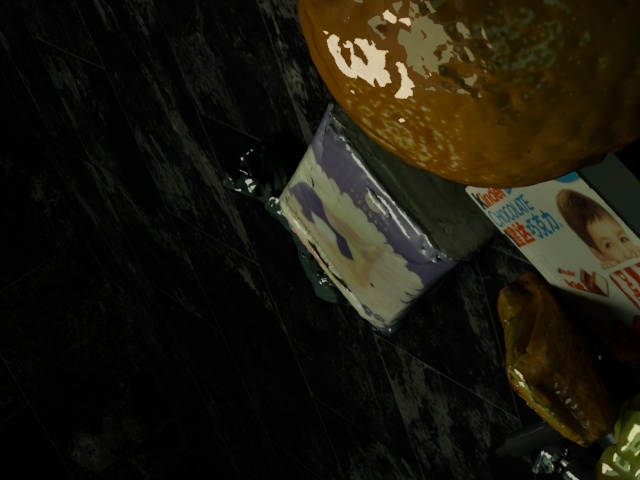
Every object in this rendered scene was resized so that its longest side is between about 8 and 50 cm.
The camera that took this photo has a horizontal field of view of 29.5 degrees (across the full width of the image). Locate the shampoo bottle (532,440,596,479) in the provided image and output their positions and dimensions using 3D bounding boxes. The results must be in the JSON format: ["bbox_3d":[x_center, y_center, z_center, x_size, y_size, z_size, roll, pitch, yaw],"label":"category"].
[{"bbox_3d":[0.395,0.349,1.501,0.309,0.098,0.071,39,158,33],"label":"shampoo bottle"}]

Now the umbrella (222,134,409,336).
[{"bbox_3d":[-0.003,0.002,1.764,0.349,0.143,0.094,50,135,5],"label":"umbrella"}]

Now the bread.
[{"bbox_3d":[0.253,0.126,1.317,0.139,0.077,0.271,49,-166,-10],"label":"bread"}]

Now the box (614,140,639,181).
[{"bbox_3d":[0.251,-0.097,1.241,0.193,0.030,0.121,43,156,28],"label":"box"}]

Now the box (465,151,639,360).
[{"bbox_3d":[0.279,0.006,1.221,0.265,0.048,0.273,48,169,2],"label":"box"}]

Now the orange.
[{"bbox_3d":[0.152,-0.189,0.902,0.293,0.340,0.340,56,158,-9],"label":"orange"}]

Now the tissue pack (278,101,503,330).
[{"bbox_3d":[0.080,-0.036,1.547,0.242,0.125,0.344,51,160,6],"label":"tissue pack"}]

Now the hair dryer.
[{"bbox_3d":[0.306,0.243,1.510,0.128,0.070,0.255,51,145,4],"label":"hair dryer"}]

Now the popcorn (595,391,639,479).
[{"bbox_3d":[0.377,0.258,1.214,0.206,0.251,0.237,17,142,47],"label":"popcorn"}]
